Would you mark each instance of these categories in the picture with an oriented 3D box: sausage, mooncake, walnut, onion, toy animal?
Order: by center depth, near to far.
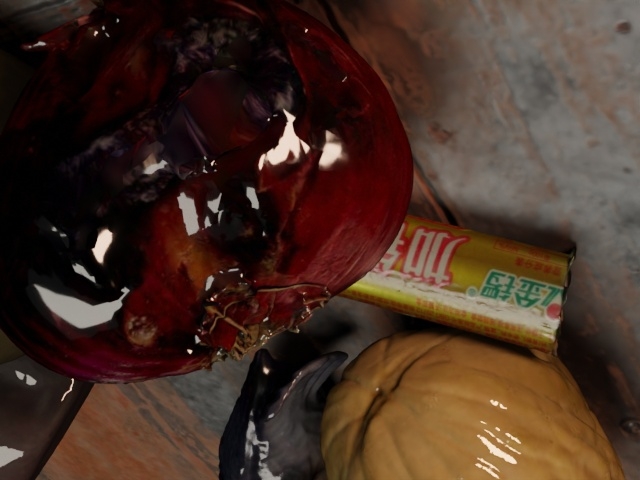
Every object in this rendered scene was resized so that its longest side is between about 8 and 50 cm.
[{"bbox_3d":[-0.086,-0.032,0.747,0.281,0.281,0.221,32,175,-8],"label":"onion"},{"bbox_3d":[0.000,0.000,0.887,0.371,0.082,0.082,14,140,15],"label":"sausage"},{"bbox_3d":[0.118,0.180,0.918,0.225,0.225,0.261,-16,131,40],"label":"walnut"},{"bbox_3d":[-0.262,0.119,1.040,0.133,0.245,0.245,30,142,-1],"label":"mooncake"},{"bbox_3d":[-0.016,0.207,1.069,0.185,0.122,0.298,34,148,45],"label":"toy animal"}]

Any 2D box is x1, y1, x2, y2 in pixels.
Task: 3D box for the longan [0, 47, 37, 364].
[{"bbox_3d":[-0.269,-0.020,0.852,0.215,0.246,0.246,-35,115,20],"label":"longan"}]
